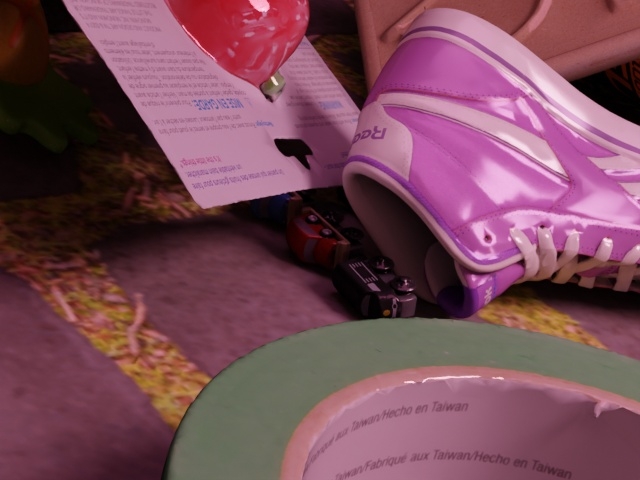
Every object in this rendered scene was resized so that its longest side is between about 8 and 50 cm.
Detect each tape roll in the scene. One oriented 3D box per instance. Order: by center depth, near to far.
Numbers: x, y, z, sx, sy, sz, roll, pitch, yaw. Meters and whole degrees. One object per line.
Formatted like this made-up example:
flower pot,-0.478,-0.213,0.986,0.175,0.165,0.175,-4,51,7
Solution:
tape roll,0.093,0.142,0.578,0.321,0.077,0.321,12,24,-6

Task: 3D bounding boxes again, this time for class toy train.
toy train,0.000,0.000,0.882,0.036,0.027,0.158,-13,36,-28

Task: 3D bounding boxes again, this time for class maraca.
maraca,-0.208,-0.120,0.935,0.185,0.099,0.127,44,24,6

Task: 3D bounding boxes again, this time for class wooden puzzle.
wooden puzzle,0.182,-0.214,1.155,0.322,0.080,0.348,-18,42,12

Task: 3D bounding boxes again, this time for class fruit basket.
fruit basket,-0.110,-0.166,0.904,0.353,0.165,0.327,60,20,4

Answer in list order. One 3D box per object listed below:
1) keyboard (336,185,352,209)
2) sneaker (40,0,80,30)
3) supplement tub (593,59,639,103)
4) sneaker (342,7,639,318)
keyboard,0.109,-0.031,0.994,0.192,0.038,0.100,-10,35,-41
sneaker,-0.128,-0.229,1.192,0.283,0.110,0.122,-5,28,-37
supplement tub,0.309,-0.189,1.253,0.193,0.194,0.316,-4,31,-36
sneaker,0.139,0.005,0.897,0.282,0.102,0.161,29,57,-4
